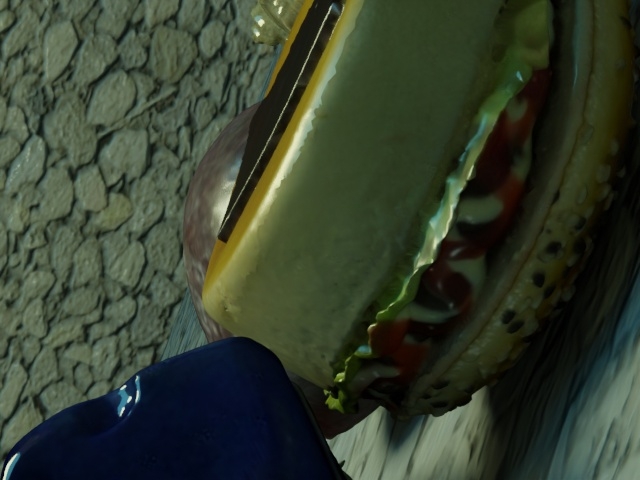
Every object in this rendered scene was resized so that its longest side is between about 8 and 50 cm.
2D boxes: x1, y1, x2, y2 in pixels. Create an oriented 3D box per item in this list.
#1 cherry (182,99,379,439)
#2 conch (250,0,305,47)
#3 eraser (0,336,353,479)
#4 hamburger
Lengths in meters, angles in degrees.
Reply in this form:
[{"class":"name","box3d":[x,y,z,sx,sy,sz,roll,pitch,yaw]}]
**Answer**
[{"class":"cherry","box3d":[0.000,0.000,1.170,0.213,0.184,0.266,102,165,-71]},{"class":"conch","box3d":[0.040,-0.256,1.644,0.245,0.163,0.178,-34,41,21]},{"class":"eraser","box3d":[-0.055,0.153,0.944,0.101,0.155,0.332,63,177,19]},{"class":"hamburger","box3d":[0.056,-0.043,0.926,0.300,0.176,0.300,-159,90,-82]}]
